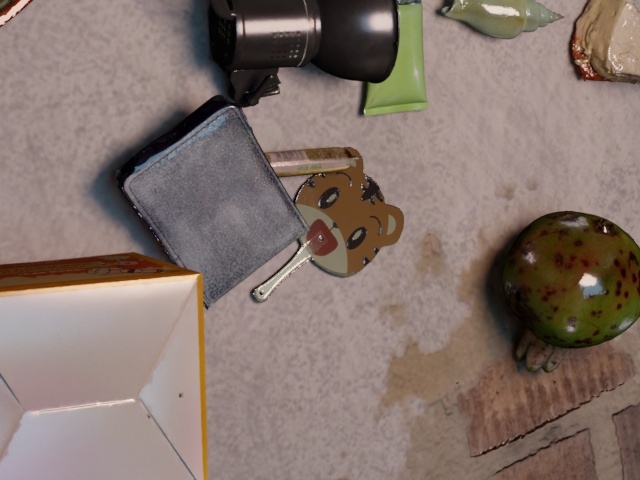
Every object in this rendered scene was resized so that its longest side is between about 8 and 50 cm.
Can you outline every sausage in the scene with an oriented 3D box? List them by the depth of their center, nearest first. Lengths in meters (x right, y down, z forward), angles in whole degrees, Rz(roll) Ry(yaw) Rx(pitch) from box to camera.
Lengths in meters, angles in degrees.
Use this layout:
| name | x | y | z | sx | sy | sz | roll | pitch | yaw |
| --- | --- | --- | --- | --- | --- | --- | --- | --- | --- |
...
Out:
| name | x | y | z | sx | sy | sz | roll | pitch | yaw |
| --- | --- | --- | --- | --- | --- | --- | --- | --- | --- |
| sausage | -0.072 | -0.089 | 1.744 | 0.269 | 0.033 | 0.033 | -6 | 100 | -27 |

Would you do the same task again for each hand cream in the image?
| name | x | y | z | sx | sy | sz | roll | pitch | yaw |
| --- | --- | --- | --- | --- | --- | --- | --- | --- | --- |
| hand cream | 0.093 | -0.245 | 1.815 | 0.095 | 0.046 | 0.175 | -9 | 108 | -29 |

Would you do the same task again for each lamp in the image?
| name | x | y | z | sx | sy | sz | roll | pitch | yaw |
| --- | --- | --- | --- | --- | --- | --- | --- | --- | --- |
| lamp | -0.040 | -0.241 | 1.699 | 0.227 | 0.147 | 0.172 | -7 | 124 | -20 |

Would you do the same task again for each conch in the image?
| name | x | y | z | sx | sy | sz | roll | pitch | yaw |
| --- | --- | --- | --- | --- | --- | --- | --- | --- | --- |
| conch | 0.238 | -0.303 | 1.875 | 0.180 | 0.065 | 0.088 | 4 | 96 | -24 |

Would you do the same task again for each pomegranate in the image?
| name | x | y | z | sx | sy | sz | roll | pitch | yaw |
| --- | --- | --- | --- | --- | --- | --- | --- | --- | --- |
| pomegranate | 0.325 | 0.073 | 1.925 | 0.202 | 0.202 | 0.248 | -1 | 126 | -30 |

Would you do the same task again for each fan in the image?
| name | x | y | z | sx | sy | sz | roll | pitch | yaw |
| --- | --- | --- | --- | --- | --- | --- | --- | --- | --- |
| fan | 0.000 | 0.000 | 1.816 | 0.227 | 0.008 | 0.152 | -43 | 115 | -18 |

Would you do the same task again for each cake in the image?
| name | x | y | z | sx | sy | sz | roll | pitch | yaw |
| --- | --- | --- | --- | --- | --- | --- | --- | --- | --- |
| cake | 0.438 | -0.231 | 1.988 | 0.220 | 0.086 | 0.116 | 37 | 78 | -28 |

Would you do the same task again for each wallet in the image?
| name | x | y | z | sx | sy | sz | roll | pitch | yaw |
| --- | --- | --- | --- | --- | --- | --- | --- | --- | --- |
| wallet | -0.122 | -0.045 | 1.695 | 0.167 | 0.036 | 0.222 | -39 | 126 | -9 |

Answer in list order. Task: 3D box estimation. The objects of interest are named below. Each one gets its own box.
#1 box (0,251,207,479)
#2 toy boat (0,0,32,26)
| name | x | y | z | sx | sy | sz | roll | pitch | yaw |
| --- | --- | --- | --- | --- | --- | --- | --- | --- | --- |
| box | -0.288 | 0.157 | 1.557 | 0.283 | 0.214 | 0.259 | -4 | 96 | -30 |
| toy boat | -0.310 | -0.349 | 1.548 | 0.136 | 0.079 | 0.392 | 40 | 76 | -30 |
